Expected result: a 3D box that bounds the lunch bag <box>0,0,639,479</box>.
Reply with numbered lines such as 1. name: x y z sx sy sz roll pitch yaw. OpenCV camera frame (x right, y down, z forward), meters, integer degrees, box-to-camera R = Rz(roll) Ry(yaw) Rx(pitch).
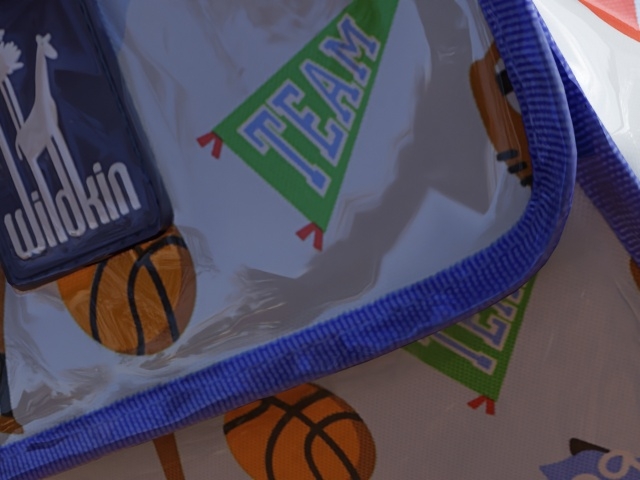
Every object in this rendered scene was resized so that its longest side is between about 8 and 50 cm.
1. lunch bag: 0.000 0.000 0.571 0.328 0.385 0.239 -22 31 32
